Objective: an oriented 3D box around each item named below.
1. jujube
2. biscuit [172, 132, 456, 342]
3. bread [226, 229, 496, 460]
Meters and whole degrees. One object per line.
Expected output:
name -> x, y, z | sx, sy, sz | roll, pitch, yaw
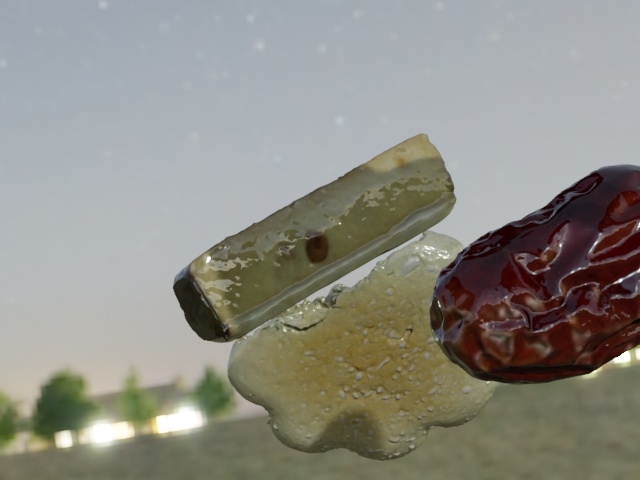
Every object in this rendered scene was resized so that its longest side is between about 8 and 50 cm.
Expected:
jujube -> 0.104, 0.016, 0.760 | 0.129, 0.077, 0.077 | -23, 1, -26
biscuit -> 0.000, 0.000, 1.102 | 0.188, 0.056, 0.052 | -31, -4, -25
bread -> 0.053, 0.107, 1.575 | 0.251, 0.182, 0.039 | -30, 19, 21
